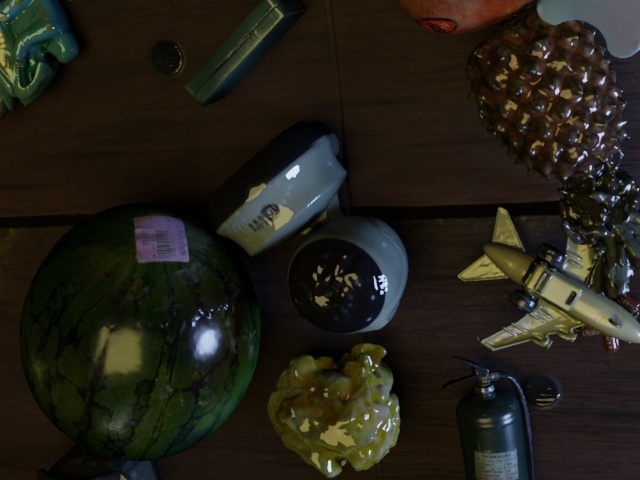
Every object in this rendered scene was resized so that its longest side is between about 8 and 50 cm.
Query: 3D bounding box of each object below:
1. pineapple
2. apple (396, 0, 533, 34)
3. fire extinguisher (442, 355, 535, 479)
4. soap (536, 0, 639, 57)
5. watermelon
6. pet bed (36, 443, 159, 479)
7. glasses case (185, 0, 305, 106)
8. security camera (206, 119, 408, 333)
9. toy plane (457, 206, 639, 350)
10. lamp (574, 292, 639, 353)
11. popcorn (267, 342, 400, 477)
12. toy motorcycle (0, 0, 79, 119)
[{"bbox_3d":[0.316,-0.105,1.199,0.175,0.175,0.361,-33,95,26],"label":"pineapple"},{"bbox_3d":[0.169,-0.338,1.164,0.209,0.164,0.210,-3,81,18],"label":"apple"},{"bbox_3d":[0.243,0.288,1.406,0.118,0.093,0.294,-11,105,-4],"label":"fire extinguisher"},{"bbox_3d":[0.329,-0.309,1.024,0.115,0.347,0.208,30,115,9],"label":"soap"},{"bbox_3d":[-0.248,0.127,1.391,0.363,0.363,0.363,6,110,18],"label":"watermelon"},{"bbox_3d":[-0.357,0.453,1.635,0.183,0.159,0.211,-3,106,20],"label":"pet bed"},{"bbox_3d":[-0.102,-0.257,1.344,0.039,0.078,0.184,48,116,0],"label":"glasses case"},{"bbox_3d":[0.000,0.000,1.337,0.197,0.191,0.277,-40,92,25],"label":"security camera"},{"bbox_3d":[0.307,0.063,1.289,0.244,0.092,0.229,32,98,20],"label":"toy plane"},{"bbox_3d":[0.384,0.103,1.324,0.063,0.031,0.083,33,112,4],"label":"lamp"},{"bbox_3d":[0.026,0.237,1.422,0.185,0.167,0.188,-22,97,24],"label":"popcorn"},{"bbox_3d":[-0.445,-0.311,1.433,0.198,0.109,0.297,0,102,8],"label":"toy motorcycle"}]
